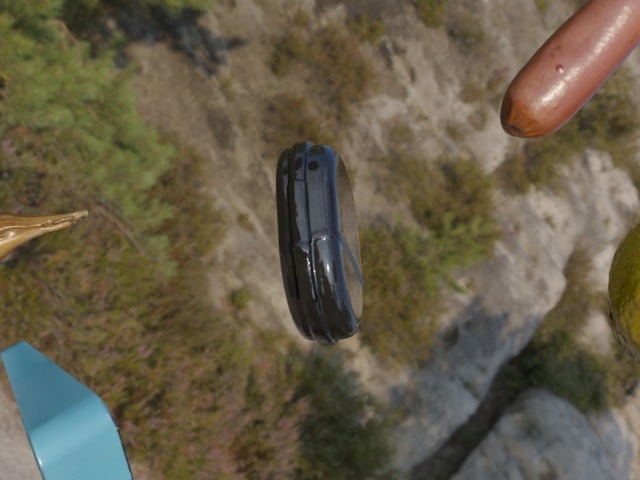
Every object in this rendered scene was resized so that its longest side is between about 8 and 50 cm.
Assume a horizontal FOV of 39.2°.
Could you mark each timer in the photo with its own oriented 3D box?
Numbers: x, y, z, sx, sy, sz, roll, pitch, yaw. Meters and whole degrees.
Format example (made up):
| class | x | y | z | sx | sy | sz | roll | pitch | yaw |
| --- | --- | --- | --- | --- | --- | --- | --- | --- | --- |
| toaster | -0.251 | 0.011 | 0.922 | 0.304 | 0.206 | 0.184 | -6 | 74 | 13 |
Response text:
| class | x | y | z | sx | sy | sz | roll | pitch | yaw |
| --- | --- | --- | --- | --- | --- | --- | --- | --- | --- |
| timer | -0.311 | 0.259 | 1.059 | 0.250 | 0.091 | 0.232 | 22 | -50 | 49 |

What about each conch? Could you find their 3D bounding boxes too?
| class | x | y | z | sx | sy | sz | roll | pitch | yaw |
| --- | --- | --- | --- | --- | --- | --- | --- | --- | --- |
| conch | -0.634 | -0.019 | 1.814 | 0.109 | 0.330 | 0.093 | 73 | -7 | -48 |

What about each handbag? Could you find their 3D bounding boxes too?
| class | x | y | z | sx | sy | sz | roll | pitch | yaw |
| --- | --- | --- | --- | --- | --- | --- | --- | --- | --- |
| handbag | 0.001 | 0.000 | 1.332 | 0.254 | 0.093 | 0.308 | 62 | 22 | -67 |

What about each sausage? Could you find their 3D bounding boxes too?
| class | x | y | z | sx | sy | sz | roll | pitch | yaw |
| --- | --- | --- | --- | --- | --- | --- | --- | --- | --- |
| sausage | 0.364 | -0.252 | 1.308 | 0.113 | 0.259 | 0.113 | 43 | -1 | 1 |

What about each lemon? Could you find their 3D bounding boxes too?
| class | x | y | z | sx | sy | sz | roll | pitch | yaw |
| --- | --- | --- | --- | --- | --- | --- | --- | --- | --- |
| lemon | 0.436 | 0.062 | 1.036 | 0.204 | 0.204 | 0.260 | 51 | 32 | -33 |
